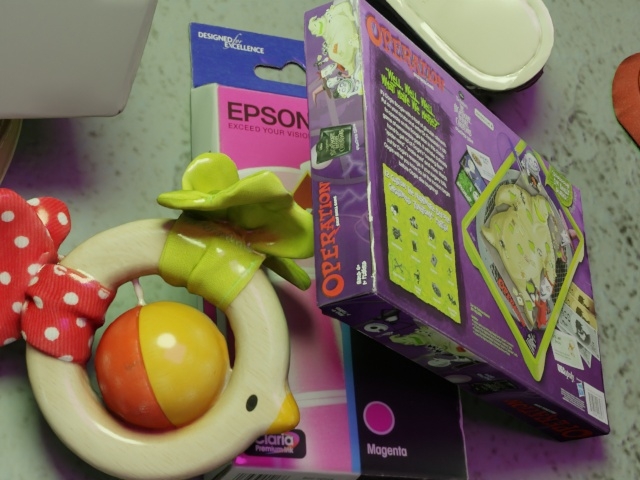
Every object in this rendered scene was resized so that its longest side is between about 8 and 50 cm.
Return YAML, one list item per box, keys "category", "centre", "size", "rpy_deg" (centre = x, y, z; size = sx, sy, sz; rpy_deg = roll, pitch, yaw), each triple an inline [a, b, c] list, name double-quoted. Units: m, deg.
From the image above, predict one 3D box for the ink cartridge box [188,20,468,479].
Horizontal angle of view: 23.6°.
- category: "ink cartridge box"
  centre: [0.000, 0.000, 1.102]
  size: [0.176, 0.069, 0.370]
  rpy_deg: [7, 62, -22]

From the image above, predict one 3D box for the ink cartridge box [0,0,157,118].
- category: "ink cartridge box"
  centre: [-0.249, -0.211, 0.996]
  size: [0.201, 0.117, 0.278]
  rpy_deg: [-4, 48, -28]

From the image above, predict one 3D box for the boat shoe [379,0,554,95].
- category: "boat shoe"
  centre: [0.067, -0.248, 1.232]
  size: [0.116, 0.097, 0.324]
  rpy_deg: [-42, 83, 6]

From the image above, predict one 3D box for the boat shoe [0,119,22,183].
- category: "boat shoe"
  centre: [-0.281, -0.024, 0.951]
  size: [0.109, 0.098, 0.302]
  rpy_deg: [40, 56, -4]

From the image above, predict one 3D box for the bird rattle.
- category: "bird rattle"
  centre: [-0.115, 0.049, 0.947]
  size: [0.254, 0.143, 0.206]
  rpy_deg: [-17, 85, -6]

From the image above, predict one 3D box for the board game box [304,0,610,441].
- category: "board game box"
  centre: [0.102, -0.001, 1.051]
  size: [0.347, 0.056, 0.208]
  rpy_deg: [32, 52, -51]

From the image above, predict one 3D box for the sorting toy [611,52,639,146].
- category: "sorting toy"
  centre: [0.416, -0.188, 1.356]
  size: [0.365, 0.126, 0.127]
  rpy_deg: [-31, 82, -33]
